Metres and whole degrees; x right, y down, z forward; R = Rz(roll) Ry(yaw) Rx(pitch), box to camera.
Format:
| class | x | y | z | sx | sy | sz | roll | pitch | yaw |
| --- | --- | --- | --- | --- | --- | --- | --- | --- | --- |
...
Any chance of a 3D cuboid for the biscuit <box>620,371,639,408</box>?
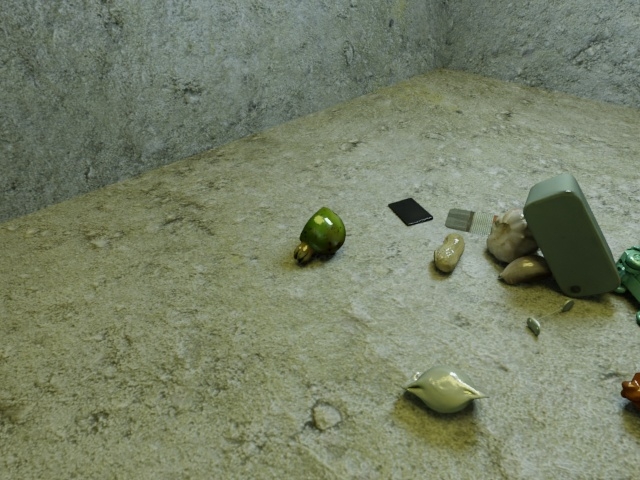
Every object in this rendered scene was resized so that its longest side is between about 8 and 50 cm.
| class | x | y | z | sx | sy | sz | roll | pitch | yaw |
| --- | --- | --- | --- | --- | --- | --- | --- | --- | --- |
| biscuit | 0.987 | 0.423 | 1.028 | 0.318 | 0.110 | 0.312 | -18 | 39 | -25 |

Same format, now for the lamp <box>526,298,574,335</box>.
| class | x | y | z | sx | sy | sz | roll | pitch | yaw |
| --- | --- | --- | --- | --- | --- | --- | --- | --- | --- |
| lamp | 0.768 | 0.249 | 1.334 | 0.198 | 0.050 | 0.056 | -19 | 37 | -16 |

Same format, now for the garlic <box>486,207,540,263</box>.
| class | x | y | z | sx | sy | sz | roll | pitch | yaw |
| --- | --- | --- | --- | --- | --- | --- | --- | --- | --- |
| garlic | 0.779 | -0.007 | 1.574 | 0.212 | 0.218 | 0.218 | 17 | 32 | -22 |

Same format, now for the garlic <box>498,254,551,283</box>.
| class | x | y | z | sx | sy | sz | roll | pitch | yaw |
| --- | --- | --- | --- | --- | --- | --- | --- | --- | --- |
| garlic | 0.754 | 0.106 | 1.475 | 0.196 | 0.101 | 0.087 | -11 | 48 | -3 |

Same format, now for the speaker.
| class | x | y | z | sx | sy | sz | roll | pitch | yaw |
| --- | --- | --- | --- | --- | --- | --- | --- | --- | --- |
| speaker | 0.860 | -0.019 | 1.399 | 0.183 | 0.406 | 0.184 | -22 | 18 | 40 |

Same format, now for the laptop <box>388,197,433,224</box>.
| class | x | y | z | sx | sy | sz | roll | pitch | yaw |
| --- | --- | --- | --- | --- | --- | --- | --- | --- | --- |
| laptop | 0.416 | -0.135 | 1.891 | 0.135 | 0.016 | 0.197 | -15 | 38 | -13 |

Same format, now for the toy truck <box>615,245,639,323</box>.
| class | x | y | z | sx | sy | sz | roll | pitch | yaw |
| --- | --- | --- | --- | --- | --- | --- | --- | --- | --- |
| toy truck | 1.092 | 0.151 | 1.331 | 0.156 | 0.155 | 0.279 | -6 | 44 | -3 |

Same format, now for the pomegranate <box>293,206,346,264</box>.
| class | x | y | z | sx | sy | sz | roll | pitch | yaw |
| --- | --- | --- | --- | --- | --- | --- | --- | --- | --- |
| pomegranate | 0.006 | -0.010 | 1.636 | 0.159 | 0.190 | 0.241 | 39 | 49 | 11 |

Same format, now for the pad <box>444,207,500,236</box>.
| class | x | y | z | sx | sy | sz | roll | pitch | yaw |
| --- | --- | --- | --- | --- | --- | --- | --- | --- | --- |
| pad | 0.655 | -0.055 | 1.730 | 0.250 | 0.055 | 0.323 | 13 | 23 | 20 |

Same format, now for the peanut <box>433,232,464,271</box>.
| class | x | y | z | sx | sy | sz | roll | pitch | yaw |
| --- | --- | --- | --- | --- | --- | --- | --- | --- | --- |
| peanut | 0.506 | 0.044 | 1.593 | 0.099 | 0.090 | 0.214 | -10 | 24 | 44 |

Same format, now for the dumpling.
| class | x | y | z | sx | sy | sz | roll | pitch | yaw |
| --- | --- | --- | --- | --- | --- | --- | --- | --- | --- |
| dumpling | 0.346 | 0.405 | 1.128 | 0.229 | 0.124 | 0.151 | 5 | 0 | 23 |
